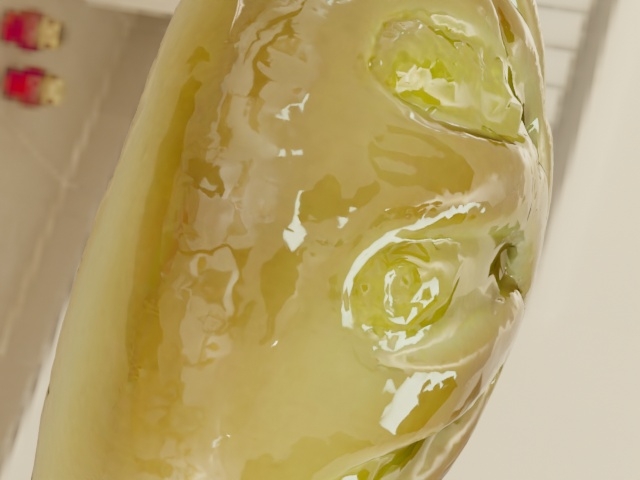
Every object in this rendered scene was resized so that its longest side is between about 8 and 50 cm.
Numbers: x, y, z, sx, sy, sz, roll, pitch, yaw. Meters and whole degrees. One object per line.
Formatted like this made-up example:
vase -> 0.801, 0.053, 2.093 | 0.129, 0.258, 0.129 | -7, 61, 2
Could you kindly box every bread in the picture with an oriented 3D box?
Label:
bread -> 0.000, 0.000, 0.720 | 0.333, 0.160, 0.333 | -161, -90, -87
